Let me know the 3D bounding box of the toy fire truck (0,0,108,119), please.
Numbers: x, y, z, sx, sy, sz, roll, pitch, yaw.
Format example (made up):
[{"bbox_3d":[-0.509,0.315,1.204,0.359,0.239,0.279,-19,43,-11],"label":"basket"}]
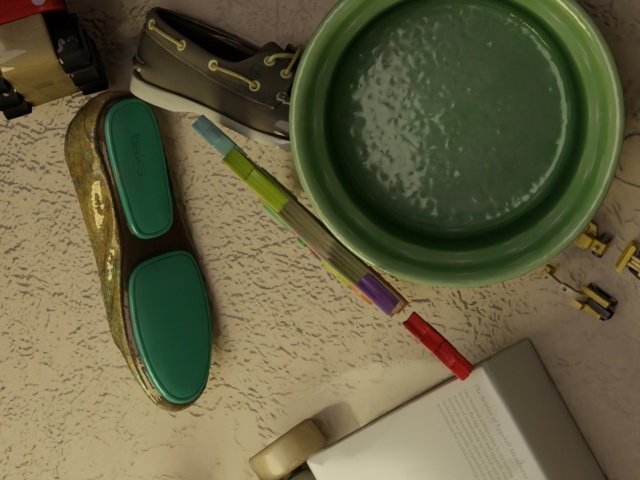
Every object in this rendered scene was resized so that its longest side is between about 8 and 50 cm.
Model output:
[{"bbox_3d":[-0.302,-0.275,1.953,0.158,0.217,0.246,-18,85,-1],"label":"toy fire truck"}]

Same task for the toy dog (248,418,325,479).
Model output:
[{"bbox_3d":[-0.097,0.340,1.978,0.220,0.161,0.333,39,114,16],"label":"toy dog"}]

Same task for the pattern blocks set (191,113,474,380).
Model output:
[{"bbox_3d":[0.000,0.000,1.797,0.026,0.285,0.325,-47,37,2],"label":"pattern blocks set"}]

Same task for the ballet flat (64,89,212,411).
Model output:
[{"bbox_3d":[-0.200,0.012,2.009,0.123,0.123,0.348,-10,95,28],"label":"ballet flat"}]

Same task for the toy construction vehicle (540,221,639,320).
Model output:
[{"bbox_3d":[0.273,0.031,1.808,0.098,0.035,0.086,39,114,15],"label":"toy construction vehicle"}]

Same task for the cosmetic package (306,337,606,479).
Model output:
[{"bbox_3d":[0.151,0.252,1.851,0.225,0.138,0.224,-31,84,28],"label":"cosmetic package"}]

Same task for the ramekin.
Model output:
[{"bbox_3d":[0.126,-0.115,1.743,0.303,0.148,0.303,0,97,3],"label":"ramekin"}]

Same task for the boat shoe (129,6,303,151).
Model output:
[{"bbox_3d":[-0.062,-0.160,1.900,0.305,0.109,0.091,19,112,26],"label":"boat shoe"}]
